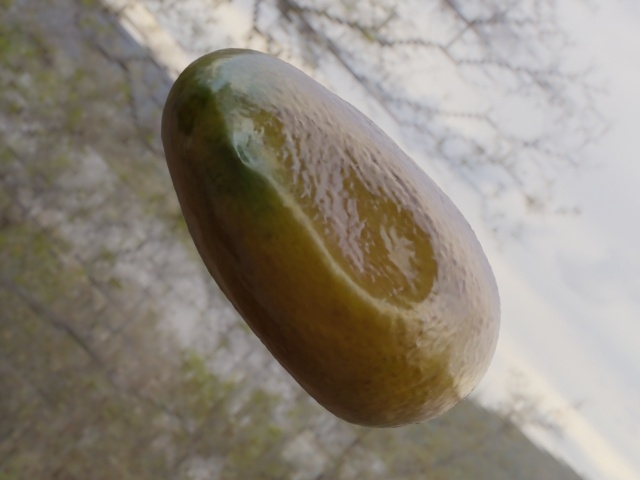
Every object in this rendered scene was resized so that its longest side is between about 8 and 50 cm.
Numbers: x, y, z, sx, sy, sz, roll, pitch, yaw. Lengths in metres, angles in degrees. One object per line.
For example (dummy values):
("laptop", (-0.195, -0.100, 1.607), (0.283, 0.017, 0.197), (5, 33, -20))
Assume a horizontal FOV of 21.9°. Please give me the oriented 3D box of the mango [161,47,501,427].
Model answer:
("mango", (0.001, -0.001, 0.605), (0.165, 0.089, 0.115), (49, 11, -15))
